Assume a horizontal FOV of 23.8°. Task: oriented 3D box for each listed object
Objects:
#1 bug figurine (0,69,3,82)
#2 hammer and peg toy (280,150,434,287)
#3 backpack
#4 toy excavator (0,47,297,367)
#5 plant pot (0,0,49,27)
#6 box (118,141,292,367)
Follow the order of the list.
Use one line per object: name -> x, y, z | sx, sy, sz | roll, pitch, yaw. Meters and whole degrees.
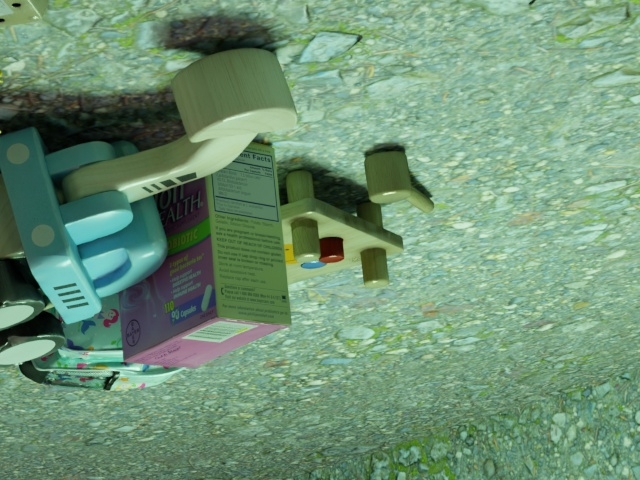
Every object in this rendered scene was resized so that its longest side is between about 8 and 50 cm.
bug figurine -> -0.471, -0.165, 1.556 | 0.216, 0.072, 0.279 | -23, 151, 25
hammer and peg toy -> 0.000, 0.000, 2.118 | 0.361, 0.127, 0.266 | -17, 159, 28
backpack -> -0.290, 0.097, 2.162 | 0.253, 0.225, 0.191 | 8, 160, -24
toy excavator -> -0.247, -0.060, 1.810 | 0.445, 0.222, 0.433 | -19, 162, -6
plant pot -> -0.293, -0.246, 1.339 | 0.109, 0.096, 0.109 | -8, 162, 6
box -> -0.156, 0.018, 1.938 | 0.117, 0.243, 0.213 | 10, 156, -39
